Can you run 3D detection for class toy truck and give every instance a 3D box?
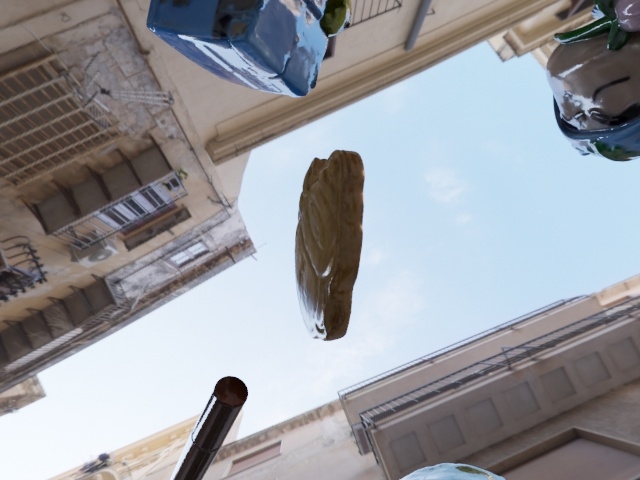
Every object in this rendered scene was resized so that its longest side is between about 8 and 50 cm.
[{"bbox_3d":[-0.039,-0.355,0.403,0.162,0.161,0.385,16,-86,22],"label":"toy truck"}]

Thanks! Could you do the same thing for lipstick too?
[{"bbox_3d":[-0.202,0.353,0.691,0.057,0.356,0.057,19,-148,-13],"label":"lipstick"}]

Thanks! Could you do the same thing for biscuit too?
[{"bbox_3d":[0.000,0.000,0.750,0.057,0.312,0.351,2,-68,-17],"label":"biscuit"}]

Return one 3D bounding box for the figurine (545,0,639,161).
[{"bbox_3d":[0.226,-0.152,0.295,0.144,0.114,0.178,13,-82,-31],"label":"figurine"}]

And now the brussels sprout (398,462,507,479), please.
[{"bbox_3d":[0.156,0.345,0.381,0.210,0.271,0.219,1,-83,-45],"label":"brussels sprout"}]
